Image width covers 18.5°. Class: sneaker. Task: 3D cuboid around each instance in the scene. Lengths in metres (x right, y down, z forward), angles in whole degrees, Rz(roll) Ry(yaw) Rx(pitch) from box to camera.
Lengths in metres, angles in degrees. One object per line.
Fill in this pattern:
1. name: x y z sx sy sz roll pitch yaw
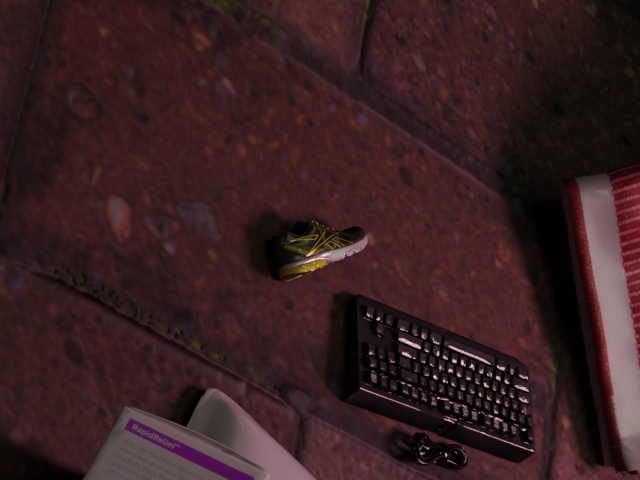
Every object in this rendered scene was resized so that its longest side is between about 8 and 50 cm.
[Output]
1. sneaker: 0.000 0.000 1.319 0.083 0.031 0.035 -24 92 -48

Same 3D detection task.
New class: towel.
1. towel: 0.361 0.041 1.516 0.329 0.037 0.237 -9 87 -9

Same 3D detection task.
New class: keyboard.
1. keyboard: 0.087 0.110 1.375 0.180 0.023 0.108 23 60 -38

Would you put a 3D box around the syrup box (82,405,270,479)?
1. syrup box: -0.117 0.214 1.048 0.096 0.093 0.237 26 51 3

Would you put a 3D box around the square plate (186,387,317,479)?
1. square plate: -0.002 0.317 1.185 0.347 0.049 0.344 45 48 -25
